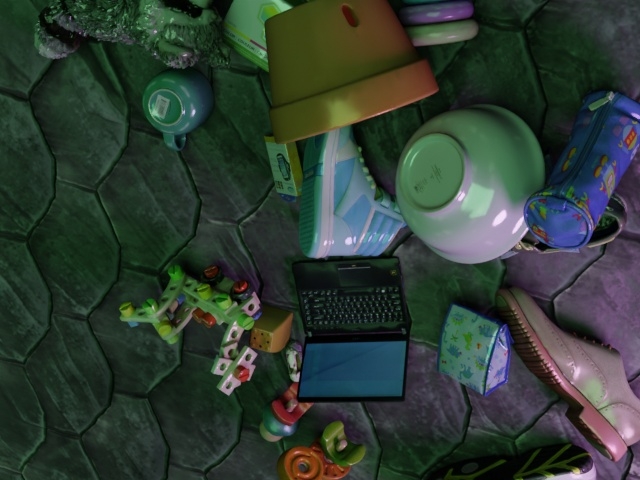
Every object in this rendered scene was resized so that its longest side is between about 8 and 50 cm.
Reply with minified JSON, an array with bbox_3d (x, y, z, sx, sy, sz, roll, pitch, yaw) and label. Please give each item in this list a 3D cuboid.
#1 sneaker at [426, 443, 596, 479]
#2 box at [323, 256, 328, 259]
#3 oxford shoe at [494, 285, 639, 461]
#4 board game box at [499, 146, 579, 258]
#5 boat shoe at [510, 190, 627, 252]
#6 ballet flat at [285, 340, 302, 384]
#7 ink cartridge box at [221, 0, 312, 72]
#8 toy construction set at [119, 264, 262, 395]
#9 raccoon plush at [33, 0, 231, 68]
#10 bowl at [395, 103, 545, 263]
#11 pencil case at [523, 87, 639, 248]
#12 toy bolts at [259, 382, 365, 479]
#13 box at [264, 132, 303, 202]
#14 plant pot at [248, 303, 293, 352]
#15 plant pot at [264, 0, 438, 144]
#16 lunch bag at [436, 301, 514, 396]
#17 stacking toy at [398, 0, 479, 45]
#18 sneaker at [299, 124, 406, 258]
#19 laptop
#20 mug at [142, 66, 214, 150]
[{"bbox_3d":[0.386,0.540,1.903,0.385,0.145,0.147,-14,105,23],"label":"sneaker"},{"bbox_3d":[0.000,0.000,1.842,0.067,0.083,0.018,34,115,1],"label":"box"},{"bbox_3d":[0.494,0.233,1.782,0.146,0.140,0.397,-37,92,-6],"label":"oxford shoe"},{"bbox_3d":[0.395,-0.043,1.719,0.194,0.060,0.194,-30,99,24],"label":"board game box"},{"bbox_3d":[0.393,-0.030,1.640,0.305,0.091,0.109,-7,108,19],"label":"boat shoe"},{"bbox_3d":[-0.057,0.276,1.991,0.041,0.041,0.114,-2,110,17],"label":"ballet flat"},{"bbox_3d":[-0.049,-0.441,1.679,0.189,0.097,0.255,33,117,2],"label":"ink cartridge box"},{"bbox_3d":[-0.245,0.165,1.895,0.328,0.215,0.151,32,152,32],"label":"toy construction set"},{"bbox_3d":[-0.345,-0.384,1.728,0.446,0.216,0.299,-35,83,53],"label":"raccoon plush"},{"bbox_3d":[0.235,-0.111,1.620,0.298,0.134,0.297,-8,78,42],"label":"bowl"},{"bbox_3d":[0.452,-0.130,1.541,0.119,0.306,0.133,14,146,33],"label":"pencil case"},{"bbox_3d":[-0.057,0.453,1.986,0.228,0.218,0.158,48,137,13],"label":"toy bolts"},{"bbox_3d":[-0.068,-0.144,1.814,0.081,0.028,0.136,16,125,56],"label":"box"},{"bbox_3d":[-0.113,0.195,1.952,0.081,0.083,0.081,14,113,11],"label":"plant pot"},{"bbox_3d":[0.030,-0.302,1.533,0.291,0.291,0.203,-15,101,22],"label":"plant pot"},{"bbox_3d":[0.306,0.207,1.804,0.129,0.096,0.151,23,125,39],"label":"lunch bag"},{"bbox_3d":[0.189,-0.507,1.567,0.141,0.141,0.330,-2,106,18],"label":"stacking toy"},{"bbox_3d":[0.076,-0.116,1.768,0.208,0.127,0.319,7,90,-18],"label":"sneaker"},{"bbox_3d":[0.054,0.183,1.867,0.234,0.136,0.264,-4,109,18],"label":"laptop"},{"bbox_3d":[-0.283,-0.263,1.817,0.129,0.097,0.157,-20,103,22],"label":"mug"}]
